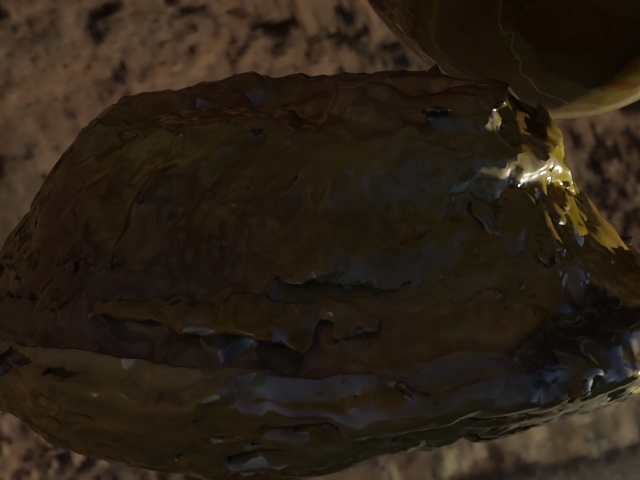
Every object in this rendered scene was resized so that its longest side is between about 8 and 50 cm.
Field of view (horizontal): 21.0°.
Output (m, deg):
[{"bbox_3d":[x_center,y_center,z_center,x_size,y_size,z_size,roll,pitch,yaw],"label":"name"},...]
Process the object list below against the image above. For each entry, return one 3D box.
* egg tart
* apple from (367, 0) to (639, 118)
[{"bbox_3d":[0.000,0.000,0.766,0.352,0.352,0.150,-19,111,-64],"label":"egg tart"},{"bbox_3d":[0.148,-0.211,1.128,0.234,0.257,0.256,18,48,-11],"label":"apple"}]
